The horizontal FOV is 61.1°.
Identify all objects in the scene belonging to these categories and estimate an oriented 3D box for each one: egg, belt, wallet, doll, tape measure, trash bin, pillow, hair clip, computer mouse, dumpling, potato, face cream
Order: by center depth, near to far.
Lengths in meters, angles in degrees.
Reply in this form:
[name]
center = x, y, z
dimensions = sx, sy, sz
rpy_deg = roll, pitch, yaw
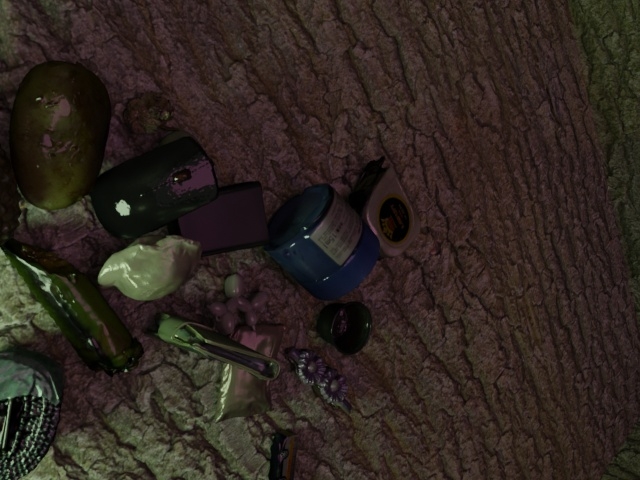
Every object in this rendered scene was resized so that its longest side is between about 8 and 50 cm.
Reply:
[belt]
center = -0.634, 0.343, 1.096
dimensions = 0.207, 0.150, 0.258
rpy_deg = 8, 89, -26
[potato]
center = -0.524, -0.213, 1.097
dimensions = 0.173, 0.210, 0.308
rpy_deg = 8, 97, -14
[computer mouse]
center = -0.372, -0.110, 1.200
dimensions = 0.295, 0.087, 0.168
rpy_deg = -25, 101, 7
[dumpling]
center = -0.381, 0.059, 1.209
dimensions = 0.132, 0.250, 0.162
rpy_deg = 68, 11, 23
[wallet]
center = -0.259, 0.242, 1.255
dimensions = 0.223, 0.309, 0.077
rpy_deg = 34, 71, -31
[egg]
center = -0.333, -0.183, 1.283
dimensions = 0.114, 0.114, 0.152
rpy_deg = 5, 89, -36
[trash bin]
center = -0.257, -0.049, 1.353
dimensions = 0.225, 0.115, 0.165
rpy_deg = -14, 101, -32
[doll]
center = -0.220, 0.173, 1.406
dimensions = 0.161, 0.059, 0.160
rpy_deg = 39, 50, -32
[face cream]
center = 0.000, 0.000, 1.457
dimensions = 0.225, 0.249, 0.249
rpy_deg = 47, 68, -27
[pillow]
center = -0.188, 0.355, 1.465
dimensions = 0.173, 0.067, 0.270
rpy_deg = 8, 89, -30
[hair clip]
center = 0.000, 0.409, 1.606
dimensions = 0.292, 0.084, 0.106
rpy_deg = 49, 49, -23
[tape measure]
center = 0.164, -0.081, 1.645
dimensions = 0.231, 0.133, 0.271
rpy_deg = -43, 115, -34

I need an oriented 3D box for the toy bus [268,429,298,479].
[toy bus]
center = -0.106, 0.635, 1.555
dimensions = 0.072, 0.057, 0.172
rpy_deg = 4, 92, -45

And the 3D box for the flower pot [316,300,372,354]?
[flower pot]
center = 0.062, 0.252, 1.611
dimensions = 0.157, 0.106, 0.158
rpy_deg = -2, 93, -38

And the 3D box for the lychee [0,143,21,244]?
[lychee]
center = -0.664, -0.099, 0.966
dimensions = 0.274, 0.255, 0.255
rpy_deg = 43, 69, -12

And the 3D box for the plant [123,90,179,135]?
[plant]
center = -0.390, -0.287, 1.273
dimensions = 0.116, 0.105, 0.122
rpy_deg = -27, 146, 5

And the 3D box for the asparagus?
[asparagus]
center = -0.530, 0.135, 1.172
dimensions = 0.382, 0.128, 0.108
rpy_deg = 63, 27, -21
